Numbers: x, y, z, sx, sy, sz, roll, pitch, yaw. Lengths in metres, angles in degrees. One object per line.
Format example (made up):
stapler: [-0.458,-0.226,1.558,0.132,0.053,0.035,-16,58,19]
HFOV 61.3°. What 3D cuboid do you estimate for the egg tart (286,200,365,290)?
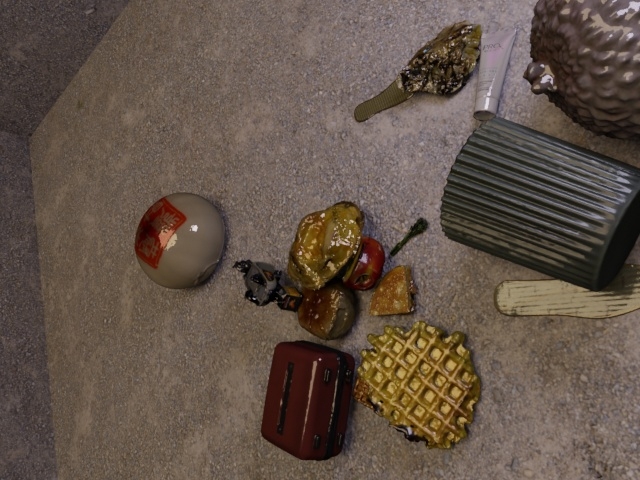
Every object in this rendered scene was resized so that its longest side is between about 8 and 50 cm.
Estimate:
egg tart: [0.000,0.000,1.550,0.297,0.132,0.297,-36,35,30]

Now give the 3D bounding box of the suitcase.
suitcase: [-0.037,0.435,1.499,0.236,0.161,0.297,4,84,49]

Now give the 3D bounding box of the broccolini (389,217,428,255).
broccolini: [0.242,-0.007,1.474,0.035,0.030,0.140,39,115,1]

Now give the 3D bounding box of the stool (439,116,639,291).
stool: [0.468,-0.072,1.125,0.330,0.297,0.297,29,99,37]

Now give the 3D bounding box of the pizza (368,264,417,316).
pizza: [0.202,0.154,1.450,0.175,0.046,0.134,-49,52,21]

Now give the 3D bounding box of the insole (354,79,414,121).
insole: [0.201,-0.428,1.616,0.253,0.005,0.086,-25,64,34]

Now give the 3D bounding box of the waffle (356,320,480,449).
waffle: [0.235,0.352,1.335,0.312,0.060,0.307,-3,78,29]

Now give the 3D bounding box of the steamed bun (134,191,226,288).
steamed bun: [-0.544,-0.006,1.998,0.375,0.241,0.374,-14,69,40]

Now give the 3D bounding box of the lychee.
lychee: [0.606,-0.384,1.036,0.432,0.380,0.380,-19,65,7]

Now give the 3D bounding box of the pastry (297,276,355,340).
pastry: [0.017,0.190,1.566,0.192,0.093,0.182,24,96,48]

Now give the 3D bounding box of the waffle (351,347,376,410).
waffle: [0.149,0.373,1.446,0.102,0.042,0.148,16,90,40]

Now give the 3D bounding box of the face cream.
face cream: [0.441,-0.428,1.384,0.092,0.058,0.243,5,78,36]

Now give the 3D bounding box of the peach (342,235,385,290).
peach: [0.128,0.063,1.491,0.172,0.093,0.127,-72,7,-45]

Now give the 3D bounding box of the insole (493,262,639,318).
insole: [0.550,0.116,1.189,0.348,0.009,0.118,-10,74,38]

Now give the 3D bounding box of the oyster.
oyster: [0.330,-0.505,1.479,0.214,0.083,0.222,8,78,37]

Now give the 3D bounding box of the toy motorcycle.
toy motorcycle: [-0.172,0.127,1.656,0.263,0.157,0.090,44,117,58]
